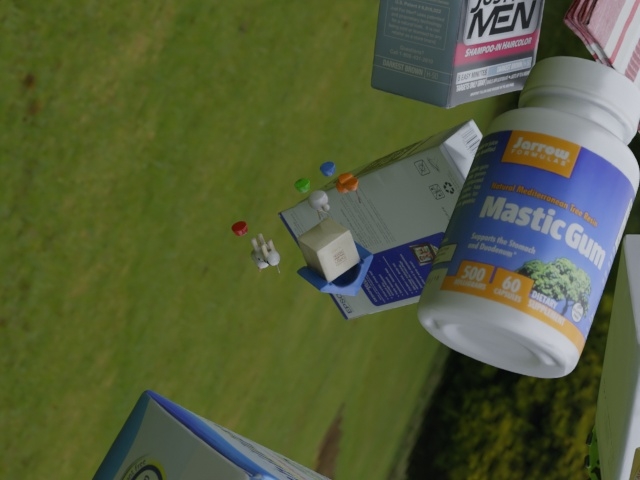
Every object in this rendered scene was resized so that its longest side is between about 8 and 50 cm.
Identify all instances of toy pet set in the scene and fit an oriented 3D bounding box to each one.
[{"bbox_3d":[0.000,0.000,1.250,0.122,0.114,0.065,-34,128,-17],"label":"toy pet set"}]

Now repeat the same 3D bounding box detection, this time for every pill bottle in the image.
[{"bbox_3d":[0.201,-0.026,1.220,0.152,0.152,0.272,103,9,-73],"label":"pill bottle"}]

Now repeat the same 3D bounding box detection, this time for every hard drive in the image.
[{"bbox_3d":[0.390,0.182,1.684,0.210,0.040,0.318,-82,173,-51],"label":"hard drive"}]

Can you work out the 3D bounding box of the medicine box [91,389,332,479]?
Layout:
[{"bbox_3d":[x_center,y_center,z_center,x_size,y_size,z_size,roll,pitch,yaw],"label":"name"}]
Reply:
[{"bbox_3d":[-0.057,0.288,0.933,0.289,0.149,0.263,34,84,-43],"label":"medicine box"}]

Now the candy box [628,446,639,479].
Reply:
[{"bbox_3d":[0.381,0.326,1.451,0.053,0.109,0.186,-3,108,-43],"label":"candy box"}]

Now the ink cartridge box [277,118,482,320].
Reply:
[{"bbox_3d":[0.094,-0.014,1.497,0.065,0.165,0.333,-39,-169,-33],"label":"ink cartridge box"}]

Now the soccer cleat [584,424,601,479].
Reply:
[{"bbox_3d":[0.490,0.394,2.032,0.093,0.121,0.289,-53,-143,35],"label":"soccer cleat"}]

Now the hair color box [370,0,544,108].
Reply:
[{"bbox_3d":[0.172,-0.351,1.489,0.185,0.113,0.374,-19,121,-49],"label":"hair color box"}]

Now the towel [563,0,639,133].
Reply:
[{"bbox_3d":[0.395,-0.279,1.573,0.329,0.037,0.237,38,75,-54],"label":"towel"}]
